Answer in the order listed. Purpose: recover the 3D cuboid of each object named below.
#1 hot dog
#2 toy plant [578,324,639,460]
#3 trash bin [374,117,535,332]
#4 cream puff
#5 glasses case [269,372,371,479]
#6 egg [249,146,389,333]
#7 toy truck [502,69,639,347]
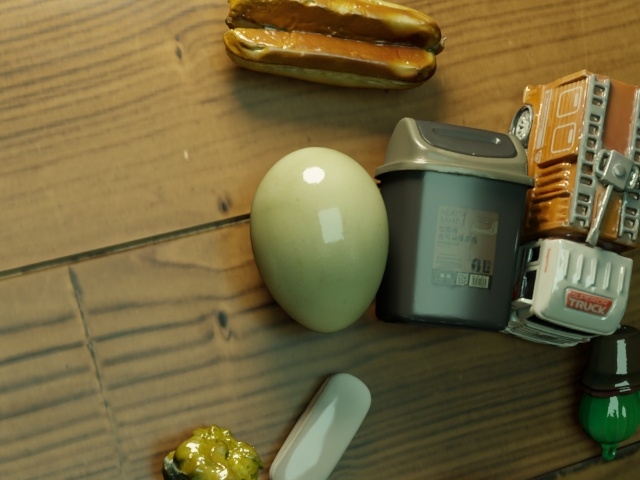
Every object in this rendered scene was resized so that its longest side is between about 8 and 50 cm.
[{"bbox_3d":[0.025,-0.289,1.720,0.337,0.100,0.135,5,90,-18],"label":"hot dog"},{"bbox_3d":[0.448,0.229,1.800,0.143,0.105,0.200,-11,106,-39],"label":"toy plant"},{"bbox_3d":[0.183,-0.020,1.698,0.209,0.182,0.290,7,86,-17],"label":"trash bin"},{"bbox_3d":[-0.131,0.308,1.571,0.146,0.146,0.116,51,53,-6],"label":"cream puff"},{"bbox_3d":[0.001,0.272,1.659,0.074,0.049,0.193,37,74,-11],"label":"glasses case"},{"bbox_3d":[0.000,0.000,1.622,0.188,0.188,0.253,-8,90,-20],"label":"egg"},{"bbox_3d":[0.374,-0.045,1.748,0.173,0.207,0.387,14,79,-17],"label":"toy truck"}]
